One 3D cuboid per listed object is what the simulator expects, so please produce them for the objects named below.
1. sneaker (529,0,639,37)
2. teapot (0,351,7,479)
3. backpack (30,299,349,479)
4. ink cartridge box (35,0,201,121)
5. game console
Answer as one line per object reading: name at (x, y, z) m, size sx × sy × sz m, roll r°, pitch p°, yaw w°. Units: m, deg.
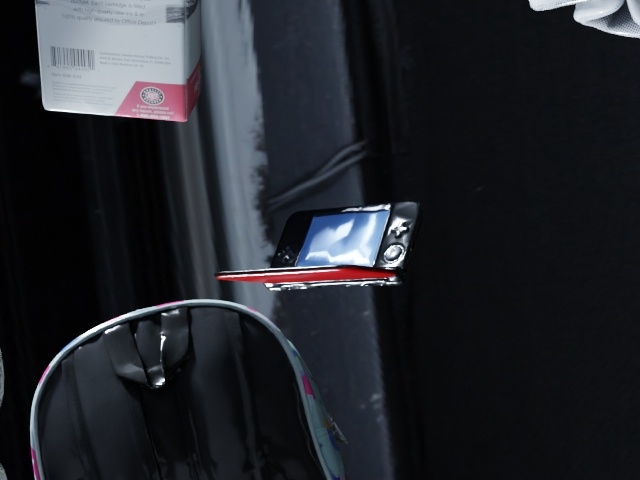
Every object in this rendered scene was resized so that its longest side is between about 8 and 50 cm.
sneaker at (0.208, -0.273, 0.914) m, size 0.366 × 0.137 × 0.210 m, roll 48°, pitch -57°, yaw 56°
teapot at (-0.419, 0.144, 1.293) m, size 0.187 × 0.252 × 0.256 m, roll -10°, pitch -49°, yaw 19°
backpack at (-0.091, 0.174, 0.916) m, size 0.225 × 0.191 × 0.253 m, roll -17°, pitch -96°, yaw 2°
ink cartridge box at (-0.205, -0.244, 1.263) m, size 0.159 × 0.092 × 0.217 m, roll 6°, pitch -58°, yaw 4°
game console at (0.000, 0.000, 1.068) m, size 0.144 × 0.085 × 0.124 m, roll -4°, pitch -128°, yaw 32°
